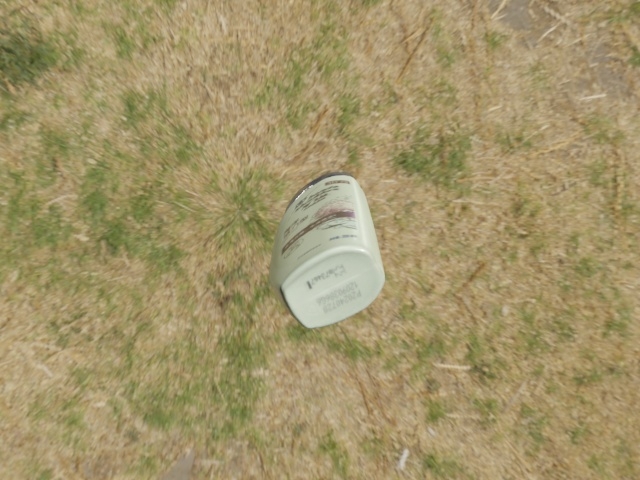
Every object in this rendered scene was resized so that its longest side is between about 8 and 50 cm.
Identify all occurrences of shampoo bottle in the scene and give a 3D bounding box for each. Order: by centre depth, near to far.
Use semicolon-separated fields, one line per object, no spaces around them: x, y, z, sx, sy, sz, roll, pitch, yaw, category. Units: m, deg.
0.000;0.000;1.051;0.134;0.359;0.078;-29;106;8;shampoo bottle
